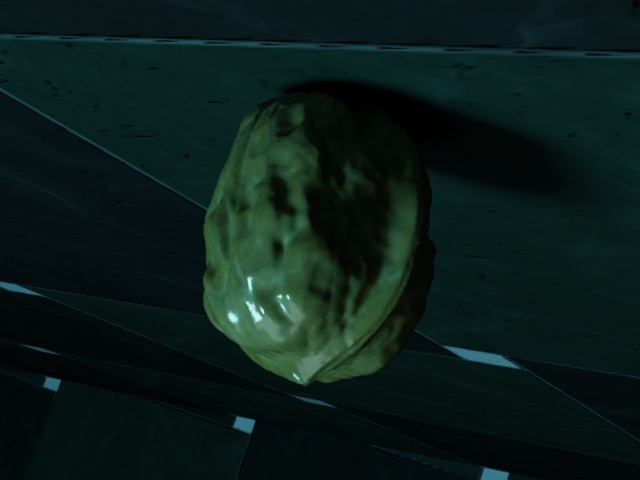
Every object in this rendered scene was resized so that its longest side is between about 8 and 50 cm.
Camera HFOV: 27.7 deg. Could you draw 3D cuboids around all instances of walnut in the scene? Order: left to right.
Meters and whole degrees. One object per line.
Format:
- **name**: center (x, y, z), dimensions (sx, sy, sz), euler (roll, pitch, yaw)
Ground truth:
- **walnut**: center (0.000, 0.000, 0.420), dimensions (0.082, 0.096, 0.079), euler (-10, 154, 42)
